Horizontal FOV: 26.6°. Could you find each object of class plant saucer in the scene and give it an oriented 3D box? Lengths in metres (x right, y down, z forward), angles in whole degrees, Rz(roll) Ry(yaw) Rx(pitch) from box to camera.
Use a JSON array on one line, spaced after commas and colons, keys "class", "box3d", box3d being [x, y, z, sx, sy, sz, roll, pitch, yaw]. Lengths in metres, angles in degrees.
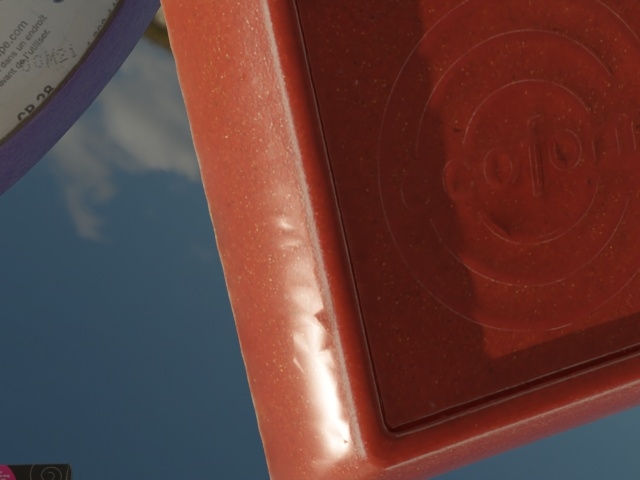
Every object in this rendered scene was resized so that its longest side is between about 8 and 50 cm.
[{"class": "plant saucer", "box3d": [0.082, -0.035, 0.562, 0.258, 0.259, 0.047, -16, -170, -19]}]

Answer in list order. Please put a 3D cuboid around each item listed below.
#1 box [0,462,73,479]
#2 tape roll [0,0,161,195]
[{"class": "box", "box3d": [-0.367, 0.324, 1.324, 0.247, 0.142, 0.163, 0, -128, -6]}, {"class": "tape roll", "box3d": [-0.152, -0.119, 0.538, 0.090, 0.275, 0.275, 38, -163, 9]}]
